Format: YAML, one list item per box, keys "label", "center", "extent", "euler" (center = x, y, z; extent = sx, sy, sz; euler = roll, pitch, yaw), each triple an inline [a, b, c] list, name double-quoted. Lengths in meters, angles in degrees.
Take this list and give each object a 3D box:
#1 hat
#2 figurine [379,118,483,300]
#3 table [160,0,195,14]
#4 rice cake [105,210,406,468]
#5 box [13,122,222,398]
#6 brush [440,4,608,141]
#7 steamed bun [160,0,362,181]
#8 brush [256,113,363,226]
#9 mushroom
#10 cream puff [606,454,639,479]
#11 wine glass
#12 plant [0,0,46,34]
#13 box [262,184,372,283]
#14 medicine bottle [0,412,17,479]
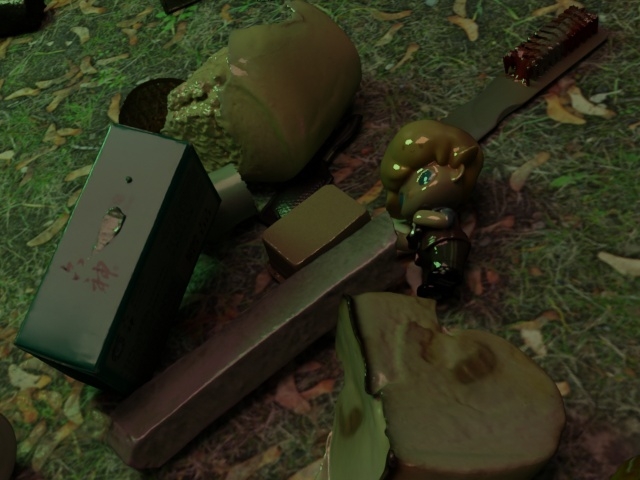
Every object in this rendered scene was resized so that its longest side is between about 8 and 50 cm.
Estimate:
- label: "hat"
  center: [-0.198, -0.135, 1.203]
  extent: [0.146, 0.067, 0.146]
  euler: [7, 68, -18]
- label: "figurine"
  center: [0.114, -0.033, 0.963]
  extent: [0.108, 0.114, 0.196]
  euler: [7, 60, -2]
- label: "table"
  center: [-0.227, -0.421, 1.461]
  extent: [0.083, 0.079, 0.062]
  euler: [-22, 47, -1]
- label: "rice cake"
  center: [-0.056, 0.100, 0.920]
  extent: [0.365, 0.056, 0.072]
  euler: [-37, 34, -10]
- label: "box"
  center: [-0.196, 0.025, 0.931]
  extent: [0.092, 0.153, 0.245]
  euler: [17, 72, 11]
- label: "brush"
  center: [0.214, -0.179, 1.091]
  extent: [0.321, 0.050, 0.060]
  euler: [-39, 51, -14]
- label: "steamed bun"
  center: [-0.069, -0.197, 1.127]
  extent: [0.200, 0.170, 0.225]
  euler: [9, 46, 30]
- label: "brush"
  center: [-0.005, -0.087, 1.110]
  extent: [0.063, 0.016, 0.193]
  euler: [17, 57, 35]
- label: "mushroom"
  center: [0.093, 0.168, 0.778]
  extent: [0.173, 0.162, 0.236]
  euler: [12, 30, -14]
- label: "cream puff"
  center: [0.292, 0.255, 0.586]
  extent: [0.281, 0.185, 0.282]
  euler: [1, 10, 0]
- label: "wine glass"
  center: [-0.172, -0.018, 1.068]
  extent: [0.195, 0.079, 0.079]
  euler: [-27, 45, -5]
- label: "plant"
  center: [-0.546, -0.397, 1.561]
  extent: [0.143, 0.094, 0.092]
  euler: [4, 65, 10]
- label: "box"
  center: [0.000, 0.000, 0.996]
  extent: [0.122, 0.062, 0.089]
  euler: [-38, 47, -14]
- label: "medicine bottle"
  center: [-0.480, 0.183, 0.966]
  extent: [0.340, 0.130, 0.130]
  euler: [16, 57, 31]
